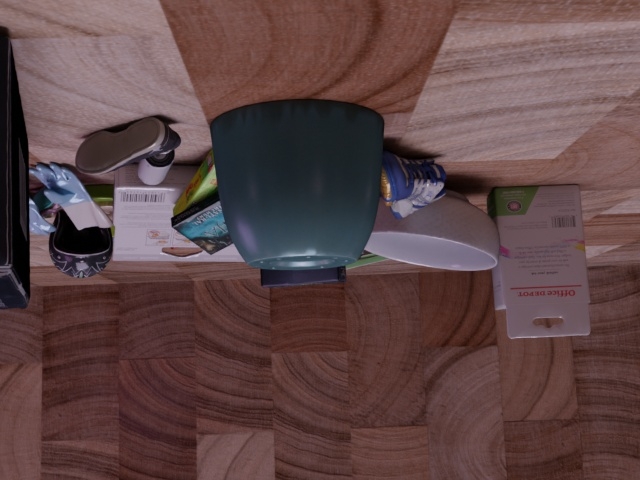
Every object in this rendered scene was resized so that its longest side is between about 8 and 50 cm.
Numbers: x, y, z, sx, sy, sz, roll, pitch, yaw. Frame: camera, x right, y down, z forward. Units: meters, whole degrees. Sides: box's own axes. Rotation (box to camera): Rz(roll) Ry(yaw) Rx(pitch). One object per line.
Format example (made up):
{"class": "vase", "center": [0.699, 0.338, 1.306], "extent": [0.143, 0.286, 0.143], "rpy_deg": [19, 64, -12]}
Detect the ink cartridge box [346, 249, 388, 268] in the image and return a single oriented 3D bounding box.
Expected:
{"class": "ink cartridge box", "center": [0.142, 0.044, 2.385], "extent": [0.171, 0.056, 0.235], "rpy_deg": [-13, -165, -6]}

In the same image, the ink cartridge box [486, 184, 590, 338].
{"class": "ink cartridge box", "center": [0.514, 0.054, 1.917], "extent": [0.207, 0.353, 0.119], "rpy_deg": [-2, 171, 0]}

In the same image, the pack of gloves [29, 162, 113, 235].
{"class": "pack of gloves", "center": [-0.552, -0.067, 1.607], "extent": [0.195, 0.046, 0.232], "rpy_deg": [-9, 146, 9]}

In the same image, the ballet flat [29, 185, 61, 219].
{"class": "ballet flat", "center": [-0.592, -0.077, 1.729], "extent": [0.221, 0.077, 0.079], "rpy_deg": [-15, 169, 39]}

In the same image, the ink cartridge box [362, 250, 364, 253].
{"class": "ink cartridge box", "center": [0.000, 0.000, 2.289], "extent": [0.212, 0.093, 0.154], "rpy_deg": [-5, 172, 24]}

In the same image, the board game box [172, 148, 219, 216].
{"class": "board game box", "center": [-0.201, -0.090, 1.532], "extent": [0.092, 0.043, 0.181], "rpy_deg": [13, 137, -31]}

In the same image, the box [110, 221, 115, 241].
{"class": "box", "center": [-0.559, -0.016, 2.210], "extent": [0.109, 0.042, 0.178], "rpy_deg": [5, 169, -41]}

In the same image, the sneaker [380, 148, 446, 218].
{"class": "sneaker", "center": [0.172, -0.128, 1.566], "extent": [0.131, 0.112, 0.296], "rpy_deg": [-22, 169, 10]}

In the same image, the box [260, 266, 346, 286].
{"class": "box", "center": [-0.049, 0.029, 2.172], "extent": [0.232, 0.183, 0.059], "rpy_deg": [-5, 171, 22]}

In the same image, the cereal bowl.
{"class": "cereal bowl", "center": [0.252, -0.036, 1.870], "extent": [0.339, 0.141, 0.339], "rpy_deg": [10, 168, 2]}

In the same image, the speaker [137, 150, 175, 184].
{"class": "speaker", "center": [-0.295, -0.139, 1.444], "extent": [0.055, 0.055, 0.136], "rpy_deg": [0, 171, -17]}

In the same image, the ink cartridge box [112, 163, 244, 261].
{"class": "ink cartridge box", "center": [-0.277, -0.052, 1.666], "extent": [0.296, 0.066, 0.261], "rpy_deg": [1, 146, -16]}

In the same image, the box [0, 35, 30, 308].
{"class": "box", "center": [-0.638, -0.064, 1.058], "extent": [0.471, 0.297, 0.480], "rpy_deg": [-1, 172, -18]}

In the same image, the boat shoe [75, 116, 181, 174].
{"class": "boat shoe", "center": [-0.318, -0.147, 1.331], "extent": [0.206, 0.075, 0.065], "rpy_deg": [-13, 164, 31]}

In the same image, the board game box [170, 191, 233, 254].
{"class": "board game box", "center": [-0.173, -0.046, 1.539], "extent": [0.186, 0.026, 0.126], "rpy_deg": [-27, 141, 19]}

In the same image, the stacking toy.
{"class": "stacking toy", "center": [-0.421, -0.035, 1.841], "extent": [0.279, 0.130, 0.309], "rpy_deg": [1, 170, -20]}

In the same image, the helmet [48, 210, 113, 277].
{"class": "helmet", "center": [-0.590, 0.013, 1.993], "extent": [0.169, 0.161, 0.169], "rpy_deg": [-2, 171, 0]}

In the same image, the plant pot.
{"class": "plant pot", "center": [-0.033, -0.075, 1.342], "extent": [0.293, 0.235, 0.293], "rpy_deg": [-3, 171, 0]}
